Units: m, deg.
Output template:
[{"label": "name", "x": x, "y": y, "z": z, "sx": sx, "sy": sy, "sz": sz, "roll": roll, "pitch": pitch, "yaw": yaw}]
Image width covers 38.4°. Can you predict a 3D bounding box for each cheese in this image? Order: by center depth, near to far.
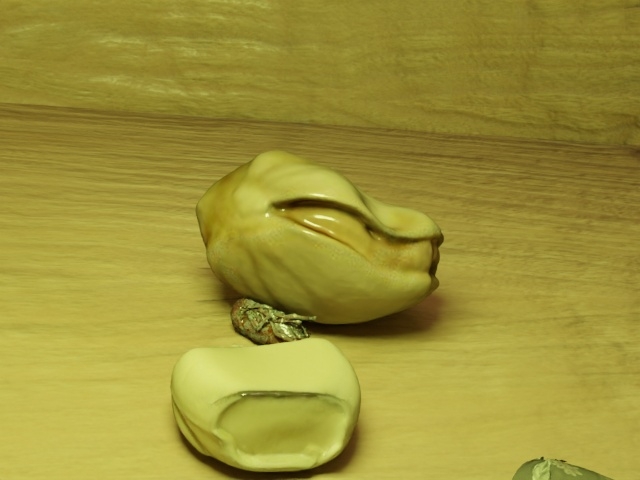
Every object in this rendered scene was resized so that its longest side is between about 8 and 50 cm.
[{"label": "cheese", "x": -0.076, "y": 0.219, "z": 1.299, "sx": 0.266, "sy": 0.127, "sz": 0.233, "roll": 2, "pitch": 20, "yaw": -18}]

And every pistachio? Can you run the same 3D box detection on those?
[{"label": "pistachio", "x": 0.000, "y": 0.000, "z": 1.603, "sx": 0.446, "sy": 0.281, "sz": 0.365, "roll": 13, "pitch": -12, "yaw": -6}]

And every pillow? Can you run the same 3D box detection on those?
[{"label": "pillow", "x": 0.378, "y": 0.352, "z": 1.208, "sx": 0.255, "sy": 0.059, "sz": 0.169, "roll": 16, "pitch": 22, "yaw": 21}]

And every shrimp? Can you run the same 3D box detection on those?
[{"label": "shrimp", "x": -0.072, "y": 0.145, "z": 1.533, "sx": 0.190, "sy": 0.073, "sz": 0.075, "roll": 19, "pitch": 12, "yaw": 37}]
